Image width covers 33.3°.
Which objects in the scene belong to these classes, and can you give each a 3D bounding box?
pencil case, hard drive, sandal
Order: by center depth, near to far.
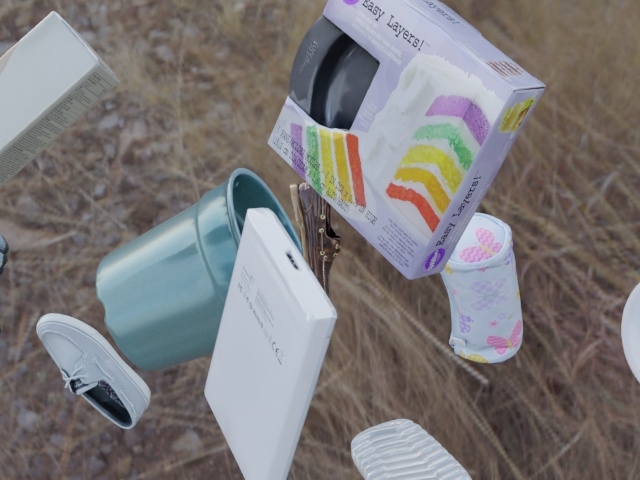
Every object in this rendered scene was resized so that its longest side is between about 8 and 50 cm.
[{"bbox_3d":[-0.079,0.164,1.510,0.047,0.353,0.233,-5,40,-28],"label":"hard drive"},{"bbox_3d":[0.148,0.392,1.634,0.169,0.102,0.416,-19,16,1],"label":"sandal"},{"bbox_3d":[0.252,0.080,1.701,0.124,0.273,0.113,-11,47,5],"label":"pencil case"}]

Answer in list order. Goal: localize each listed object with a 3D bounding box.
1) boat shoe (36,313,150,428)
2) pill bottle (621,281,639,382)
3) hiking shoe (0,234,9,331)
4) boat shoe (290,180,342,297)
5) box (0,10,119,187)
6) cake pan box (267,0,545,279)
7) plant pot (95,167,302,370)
[{"bbox_3d":[-0.357,0.208,1.673,0.079,0.227,0.081,-31,25,28],"label":"boat shoe"},{"bbox_3d":[0.481,0.095,1.201,0.264,0.153,0.153,-5,46,-32],"label":"pill bottle"},{"bbox_3d":[-0.485,0.067,1.362,0.113,0.132,0.304,-32,37,11],"label":"hiking shoe"},{"bbox_3d":[0.000,0.000,1.787,0.073,0.207,0.073,-8,13,3],"label":"boat shoe"},{"bbox_3d":[-0.498,-0.218,1.773,0.311,0.148,0.121,-42,84,-2],"label":"box"},{"bbox_3d":[0.077,-0.134,1.140,0.070,0.246,0.267,-10,48,-46],"label":"cake pan box"},{"bbox_3d":[-0.229,0.080,2.079,0.334,0.341,0.341,-23,49,15],"label":"plant pot"}]
